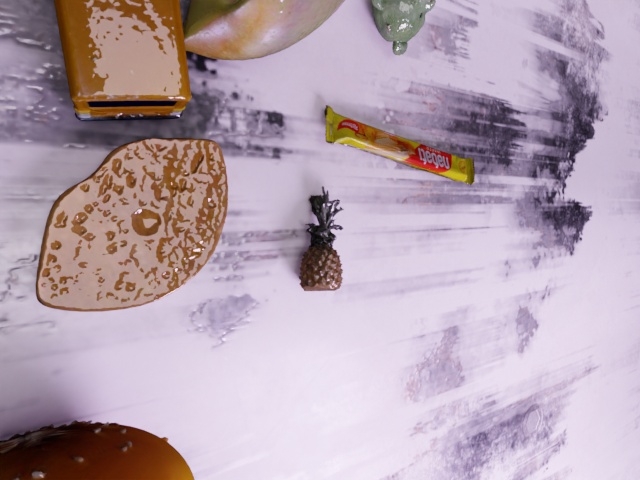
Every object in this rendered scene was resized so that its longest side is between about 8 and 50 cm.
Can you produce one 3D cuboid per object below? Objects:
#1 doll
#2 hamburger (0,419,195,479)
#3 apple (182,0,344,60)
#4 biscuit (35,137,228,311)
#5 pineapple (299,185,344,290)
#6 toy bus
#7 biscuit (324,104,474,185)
[{"bbox_3d":[0.118,-0.332,0.563,0.115,0.077,0.151,40,61,-40],"label":"doll"},{"bbox_3d":[-0.199,0.227,0.297,0.245,0.246,0.170,-1,84,-34],"label":"hamburger"},{"bbox_3d":[-0.011,-0.282,0.413,0.120,0.193,0.265,35,73,-41],"label":"apple"},{"bbox_3d":[-0.171,-0.015,0.417,0.142,0.028,0.221,47,68,-26],"label":"biscuit"},{"bbox_3d":[0.000,0.000,0.528,0.058,0.058,0.125,7,76,-34],"label":"pineapple"},{"bbox_3d":[-0.169,-0.207,0.346,0.098,0.114,0.201,-9,100,-25],"label":"toy bus"},{"bbox_3d":[0.123,-0.127,0.607,0.291,0.026,0.048,8,70,-34],"label":"biscuit"}]
